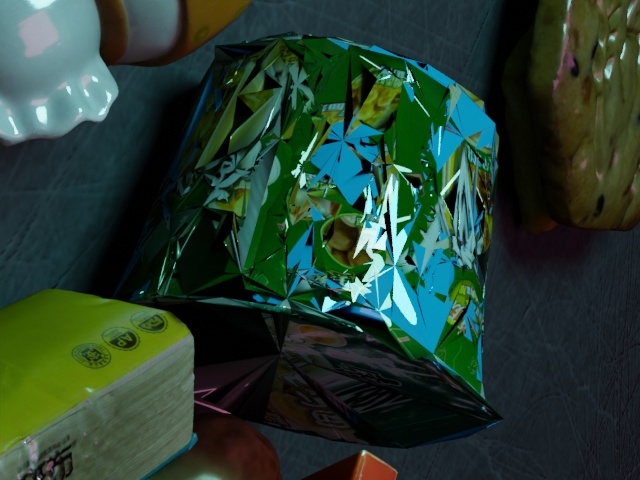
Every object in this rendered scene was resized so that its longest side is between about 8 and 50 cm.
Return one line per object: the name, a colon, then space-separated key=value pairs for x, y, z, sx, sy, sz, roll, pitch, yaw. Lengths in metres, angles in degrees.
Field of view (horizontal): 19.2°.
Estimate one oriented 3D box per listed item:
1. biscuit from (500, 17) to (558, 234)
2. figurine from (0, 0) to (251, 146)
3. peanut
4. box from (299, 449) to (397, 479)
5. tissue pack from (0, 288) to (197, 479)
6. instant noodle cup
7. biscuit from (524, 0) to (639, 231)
biscuit: x=0.200 y=-0.115 z=1.555 sx=0.174 sy=0.039 sz=0.183 roll=-51 pitch=142 yaw=-42
figurine: x=-0.125 y=-0.129 z=0.909 sx=0.271 sy=0.143 sz=0.143 roll=-39 pitch=133 yaw=-48
peanut: x=-0.078 y=0.177 z=1.138 sx=0.140 sy=0.109 sz=0.159 roll=-25 pitch=136 yaw=-41
box: x=-0.036 y=0.253 z=1.181 sx=0.035 sy=0.139 sz=0.245 roll=37 pitch=50 yaw=-17
tissue pack: x=-0.156 y=0.093 z=0.958 sx=0.169 sy=0.120 sz=0.082 roll=-32 pitch=125 yaw=-48
instant noodle cup: x=0.000 y=0.000 z=1.098 sx=0.240 sy=0.240 sz=0.178 roll=48 pitch=51 yaw=-55
biscuit: x=0.256 y=-0.172 z=1.551 sx=0.359 sy=0.046 sz=0.359 roll=-32 pitch=129 yaw=-52
